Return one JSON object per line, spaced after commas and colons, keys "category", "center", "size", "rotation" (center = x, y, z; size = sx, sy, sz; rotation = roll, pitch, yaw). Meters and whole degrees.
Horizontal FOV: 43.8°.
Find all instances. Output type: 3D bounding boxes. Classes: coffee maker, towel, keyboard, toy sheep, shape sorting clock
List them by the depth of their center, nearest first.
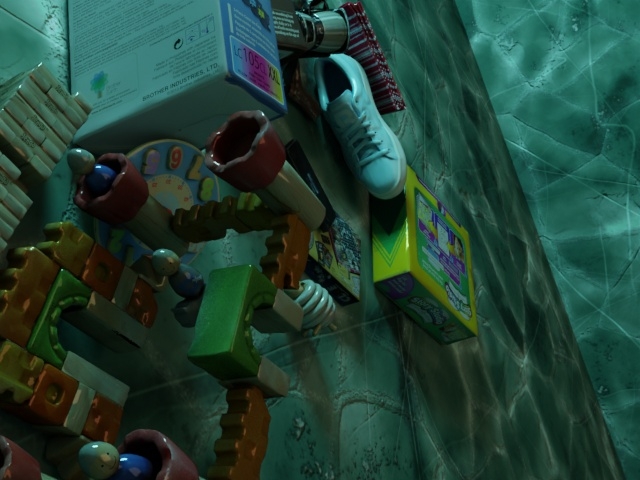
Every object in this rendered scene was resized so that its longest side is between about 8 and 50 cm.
{"category": "shape sorting clock", "center": [-0.220, -0.039, 1.102], "size": [0.206, 0.040, 0.206], "rotation": [-27, 130, -37]}
{"category": "toy sheep", "center": [-0.017, 0.121, 1.419], "size": [0.132, 0.091, 0.091], "rotation": [49, 34, -26]}
{"category": "keyboard", "center": [-0.026, -0.100, 1.520], "size": [0.180, 0.023, 0.108], "rotation": [61, 23, -15]}
{"category": "coffee maker", "center": [-0.052, -0.416, 1.635], "size": [0.178, 0.171, 0.120], "rotation": [-20, 86, -52]}
{"category": "towel", "center": [0.091, -0.420, 1.888], "size": [0.031, 0.199, 0.274], "rotation": [-31, 104, -21]}

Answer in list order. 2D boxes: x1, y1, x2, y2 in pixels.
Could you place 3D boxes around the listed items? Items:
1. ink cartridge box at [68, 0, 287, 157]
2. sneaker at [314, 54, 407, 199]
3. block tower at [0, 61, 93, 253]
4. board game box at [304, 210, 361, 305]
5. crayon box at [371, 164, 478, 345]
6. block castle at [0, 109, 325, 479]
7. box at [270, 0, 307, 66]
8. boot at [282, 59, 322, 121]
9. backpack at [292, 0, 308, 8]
{"category": "ink cartridge box", "center": [-0.216, -0.331, 1.145], "size": [0.151, 0.270, 0.395], "rotation": [24, 52, -59]}
{"category": "sneaker", "center": [0.068, -0.259, 1.780], "size": [0.150, 0.135, 0.365], "rotation": [4, 58, -59]}
{"category": "block tower", "center": [-0.373, -0.072, 0.890], "size": [0.097, 0.091, 0.335], "rotation": [53, 31, -31]}
{"category": "board game box", "center": [0.000, 0.000, 1.571], "size": [0.243, 0.042, 0.165], "rotation": [45, 37, -40]}
{"category": "crayon box", "center": [0.254, 0.038, 1.939], "size": [0.363, 0.106, 0.313], "rotation": [41, 41, -43]}
{"category": "block castle", "center": [-0.193, 0.085, 0.850], "size": [0.213, 0.303, 0.453], "rotation": [46, 45, -42]}
{"category": "box", "center": [-0.179, -0.505, 1.459], "size": [0.191, 0.143, 0.381], "rotation": [-11, 84, -57]}
{"category": "boot", "center": [-0.034, -0.324, 1.722], "size": [0.114, 0.037, 0.106], "rotation": [34, 57, -44]}
{"category": "backpack", "center": [-0.079, -0.556, 1.700], "size": [0.152, 0.115, 0.182], "rotation": [49, 28, -30]}
